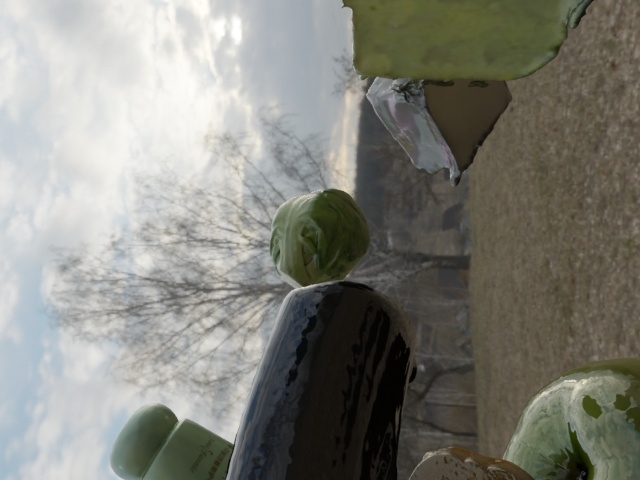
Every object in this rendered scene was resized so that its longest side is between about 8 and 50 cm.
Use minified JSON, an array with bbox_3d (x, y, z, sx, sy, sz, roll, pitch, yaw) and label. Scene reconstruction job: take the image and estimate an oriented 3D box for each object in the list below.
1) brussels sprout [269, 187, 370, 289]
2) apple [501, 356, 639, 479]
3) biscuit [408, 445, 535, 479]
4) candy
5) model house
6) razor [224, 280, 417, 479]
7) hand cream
[{"bbox_3d":[0.000,0.000,1.137,0.161,0.223,0.223,34,134,51],"label":"brussels sprout"},{"bbox_3d":[0.527,0.413,0.870,0.473,0.473,0.474,1,-90,-82],"label":"apple"},{"bbox_3d":[0.176,0.319,0.630,0.050,0.170,0.171,6,-96,-53],"label":"biscuit"},{"bbox_3d":[0.186,-0.220,0.885,0.195,0.137,0.185,46,-108,-35],"label":"candy"},{"bbox_3d":[0.155,-0.361,0.608,0.321,0.261,0.267,80,-167,-68],"label":"model house"},{"bbox_3d":[0.002,0.208,0.414,0.204,0.113,0.349,51,-138,-55],"label":"razor"},{"bbox_3d":[-0.105,0.307,0.669,0.093,0.305,0.147,-60,-2,33],"label":"hand cream"}]
